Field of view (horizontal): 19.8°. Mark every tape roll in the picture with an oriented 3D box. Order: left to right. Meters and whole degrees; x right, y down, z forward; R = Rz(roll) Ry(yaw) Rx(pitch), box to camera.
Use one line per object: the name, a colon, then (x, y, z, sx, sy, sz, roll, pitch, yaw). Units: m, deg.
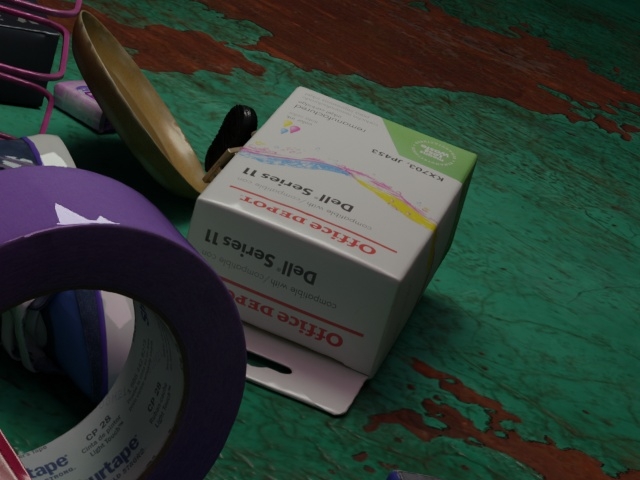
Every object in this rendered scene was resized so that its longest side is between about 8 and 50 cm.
tape roll: (-0.189, 0.092, 1.208, 0.274, 0.275, 0.090, 2, 26, -34)

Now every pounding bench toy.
pounding bench toy: (-0.069, -0.067, 1.922, 0.052, 0.083, 0.065, -11, 61, -51)

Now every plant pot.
plant pot: (-0.194, -0.135, 1.923, 0.236, 0.032, 0.236, 55, 5, -8)

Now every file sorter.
file sorter: (-0.335, -0.204, 1.794, 0.182, 0.291, 0.202, 16, 22, -9)

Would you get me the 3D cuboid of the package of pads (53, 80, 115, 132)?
package of pads: (-0.259, -0.153, 2.071, 0.083, 0.032, 0.050, 31, 28, 30)

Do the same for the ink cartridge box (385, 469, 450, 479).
ink cartridge box: (0.134, 0.274, 1.305, 0.307, 0.072, 0.304, 14, 22, -14)

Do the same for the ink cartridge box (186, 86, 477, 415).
ink cartridge box: (0.000, 0.000, 1.722, 0.207, 0.119, 0.353, 21, 32, 9)

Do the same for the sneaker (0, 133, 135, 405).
sneaker: (-0.293, 0.038, 1.509, 0.236, 0.130, 0.323, -11, 45, -19)

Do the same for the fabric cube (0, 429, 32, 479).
fabric cube: (-0.267, 0.234, 0.839, 0.258, 0.259, 0.254, 4, 25, -35)

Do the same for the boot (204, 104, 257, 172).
boot: (-0.062, -0.100, 1.989, 0.099, 0.121, 0.045, 9, 56, -21)

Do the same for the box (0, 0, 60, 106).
box: (-0.395, -0.230, 2.070, 0.156, 0.093, 0.158, 7, 23, -26)
